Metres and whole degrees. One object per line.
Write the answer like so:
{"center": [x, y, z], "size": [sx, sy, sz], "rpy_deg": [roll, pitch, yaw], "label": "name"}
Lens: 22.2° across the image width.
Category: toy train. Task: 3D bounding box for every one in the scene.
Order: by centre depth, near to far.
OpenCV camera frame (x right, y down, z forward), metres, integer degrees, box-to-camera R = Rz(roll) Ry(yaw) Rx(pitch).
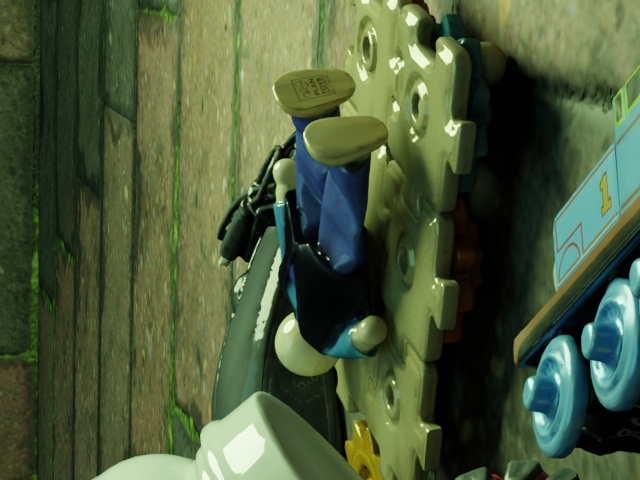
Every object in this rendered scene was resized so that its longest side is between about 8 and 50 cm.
{"center": [0.119, 0.007, 0.530], "size": [0.184, 0.080, 0.105], "rpy_deg": [116, 159, -62], "label": "toy train"}

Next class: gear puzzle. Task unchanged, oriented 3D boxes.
{"center": [0.048, 0.035, 0.852], "size": [0.175, 0.044, 0.339], "rpy_deg": [-122, 32, -59], "label": "gear puzzle"}

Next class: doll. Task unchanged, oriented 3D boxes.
{"center": [0.000, 0.000, 0.842], "size": [0.189, 0.046, 0.129], "rpy_deg": [93, 155, -45], "label": "doll"}

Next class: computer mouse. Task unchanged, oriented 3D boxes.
{"center": [-0.041, 0.076, 1.099], "size": [0.188, 0.072, 0.272], "rpy_deg": [127, 140, -64], "label": "computer mouse"}

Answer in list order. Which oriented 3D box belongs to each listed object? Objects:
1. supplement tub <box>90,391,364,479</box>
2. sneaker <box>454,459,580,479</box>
{"center": [-0.085, 0.241, 0.737], "size": [0.228, 0.316, 0.228], "rpy_deg": [49, -178, -3], "label": "supplement tub"}
{"center": [0.115, 0.197, 0.519], "size": [0.299, 0.120, 0.112], "rpy_deg": [-115, 0, -54], "label": "sneaker"}
